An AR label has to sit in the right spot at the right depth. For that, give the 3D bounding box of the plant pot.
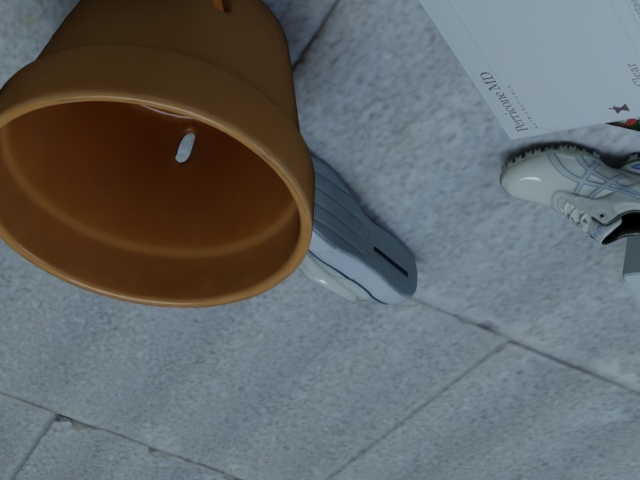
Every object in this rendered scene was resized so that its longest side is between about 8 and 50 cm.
[{"bbox_3d":[-0.137,-0.103,1.202,0.291,0.203,0.291,6,144,5],"label":"plant pot"}]

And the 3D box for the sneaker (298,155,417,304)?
[{"bbox_3d":[0.000,0.000,1.424,0.091,0.094,0.258,-16,138,31],"label":"sneaker"}]

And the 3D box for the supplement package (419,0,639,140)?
[{"bbox_3d":[0.151,-0.231,0.911,0.145,0.204,0.262,-9,142,32],"label":"supplement package"}]

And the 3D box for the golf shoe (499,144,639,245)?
[{"bbox_3d":[0.251,-0.038,1.283,0.176,0.086,0.069,4,148,17],"label":"golf shoe"}]

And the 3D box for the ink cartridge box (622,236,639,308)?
[{"bbox_3d":[0.401,0.030,1.341,0.175,0.072,0.127,-9,142,31],"label":"ink cartridge box"}]

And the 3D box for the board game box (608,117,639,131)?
[{"bbox_3d":[0.317,-0.134,1.164,0.259,0.030,0.136,13,145,1],"label":"board game box"}]
